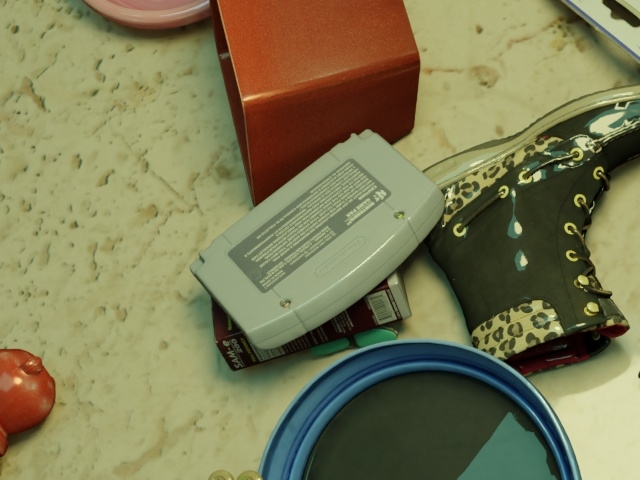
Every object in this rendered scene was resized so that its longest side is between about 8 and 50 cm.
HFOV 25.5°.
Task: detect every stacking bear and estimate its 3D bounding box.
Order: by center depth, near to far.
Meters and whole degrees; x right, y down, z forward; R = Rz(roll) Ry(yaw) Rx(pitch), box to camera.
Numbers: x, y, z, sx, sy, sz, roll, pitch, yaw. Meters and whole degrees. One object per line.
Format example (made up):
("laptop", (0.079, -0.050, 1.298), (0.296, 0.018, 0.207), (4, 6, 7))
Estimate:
("stacking bear", (-0.468, 0.245, 1.795), (0.289, 0.175, 0.164), (-37, 62, -12))

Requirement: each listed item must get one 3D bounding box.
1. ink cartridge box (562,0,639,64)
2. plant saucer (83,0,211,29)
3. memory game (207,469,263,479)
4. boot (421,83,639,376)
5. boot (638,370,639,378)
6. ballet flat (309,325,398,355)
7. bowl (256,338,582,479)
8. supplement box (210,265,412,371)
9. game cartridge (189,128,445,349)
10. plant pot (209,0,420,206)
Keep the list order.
("ink cartridge box", (0.485, -0.339, 1.818), (0.307, 0.072, 0.303), (-36, 46, -1))
("plant saucer", (-0.213, -0.443, 2.062), (0.332, 0.084, 0.332), (-5, 66, 11))
("memory game", (-0.104, 0.360, 1.658), (0.186, 0.012, 0.186), (-6, 76, 27))
("boot", (0.310, -0.011, 1.724), (0.377, 0.138, 0.284), (-21, 63, 8))
("boot", (0.485, 0.161, 1.605), (0.246, 0.083, 0.161), (-28, 63, 27))
("ballet flat", (0.041, 0.117, 1.790), (0.114, 0.041, 0.041), (-10, 66, 8))
("bowl", (0.114, 0.309, 1.627), (0.391, 0.077, 0.391), (-5, 76, 21))
("supplement box", (-0.016, 0.065, 1.782), (0.239, 0.073, 0.130), (-17, 45, 7))
("game cartridge", (0.000, 0.000, 1.736), (0.294, 0.060, 0.196), (-38, 42, -7))
("plant pot", (-0.007, -0.238, 1.844), (0.235, 0.267, 0.267), (-12, 65, -6))
